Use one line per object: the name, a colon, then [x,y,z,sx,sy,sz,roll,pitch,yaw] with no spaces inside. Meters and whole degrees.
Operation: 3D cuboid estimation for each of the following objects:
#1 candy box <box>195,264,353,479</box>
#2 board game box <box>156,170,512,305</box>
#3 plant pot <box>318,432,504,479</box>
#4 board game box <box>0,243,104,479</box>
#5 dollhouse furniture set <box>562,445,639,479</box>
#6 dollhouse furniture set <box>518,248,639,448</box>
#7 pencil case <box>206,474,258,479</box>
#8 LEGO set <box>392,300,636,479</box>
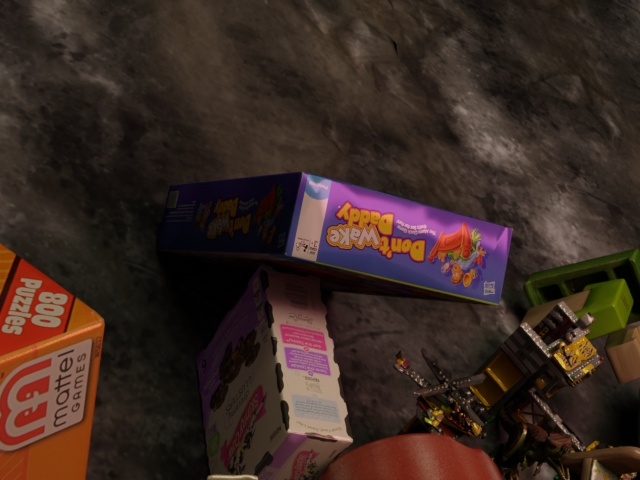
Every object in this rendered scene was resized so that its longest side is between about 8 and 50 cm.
candy box: [-0.051,0.152,1.164,0.070,0.165,0.196,13,43,-26]
board game box: [0.000,0.000,1.242,0.233,0.347,0.078,14,84,-26]
plant pot: [0.096,0.330,1.036,0.272,0.272,0.265,17,34,-23]
board game box: [-0.385,0.161,0.659,0.356,0.356,0.356,29,31,31]
dollhouse furniture set: [0.353,0.344,1.173,0.242,0.161,0.212,37,53,-31]
dollhouse furniture set: [0.366,0.192,1.502,0.302,0.151,0.197,64,30,-12]
pencil case: [-0.099,0.381,0.875,0.159,0.184,0.410,2,45,-4]
LEGO set: [0.232,0.210,1.298,0.331,0.192,0.255,-10,57,-43]
